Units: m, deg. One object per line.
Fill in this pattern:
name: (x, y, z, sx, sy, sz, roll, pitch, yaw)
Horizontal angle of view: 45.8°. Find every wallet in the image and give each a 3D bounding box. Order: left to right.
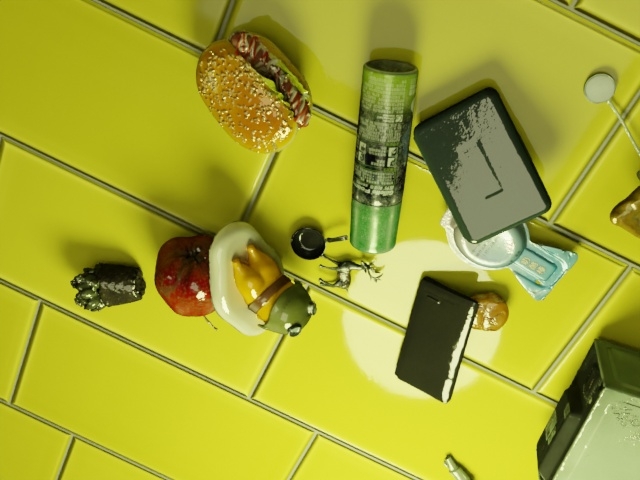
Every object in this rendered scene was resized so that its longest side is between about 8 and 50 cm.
wallet: (0.222, 0.197, 1.466, 0.124, 0.025, 0.244, 25, 121, 25)

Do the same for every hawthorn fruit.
hawthorn fruit: (-0.247, 0.089, 1.479, 0.162, 0.162, 0.203, 17, 137, 3)

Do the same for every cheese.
cheese: (0.329, 0.009, 1.359, 0.244, 0.052, 0.135, 31, 119, -5)

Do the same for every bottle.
bottle: (0.104, -0.138, 1.308, 0.093, 0.093, 0.330, 8, 118, 7)

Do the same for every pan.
pan: (0.000, 0.000, 1.437, 0.115, 0.023, 0.068, -9, 113, 19)

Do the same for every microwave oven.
microwave oven: (0.558, 0.362, 1.417, 0.237, 0.181, 0.295, 18, 118, 4)

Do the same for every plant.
plant: (-0.432, 0.092, 1.539, 0.143, 0.092, 0.094, -8, 122, 6)

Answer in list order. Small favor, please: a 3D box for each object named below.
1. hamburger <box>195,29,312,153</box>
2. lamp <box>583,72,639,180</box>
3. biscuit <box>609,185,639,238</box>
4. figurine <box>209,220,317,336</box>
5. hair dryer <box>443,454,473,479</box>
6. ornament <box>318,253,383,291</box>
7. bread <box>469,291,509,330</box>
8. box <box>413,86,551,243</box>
hamburger: (-0.113, -0.251, 1.284, 0.173, 0.116, 0.210, -34, 105, 27)
lamp: (0.493, -0.183, 1.231, 0.050, 0.056, 0.198, -32, 103, 27)
biscuit: (0.583, -0.058, 1.246, 0.183, 0.039, 0.174, 20, 126, -30)
figurine: (-0.098, 0.090, 1.391, 0.141, 0.166, 0.250, 21, 147, 42)
hair dryer: (0.382, 0.560, 1.628, 0.219, 0.088, 0.225, -5, 100, 7)
ornament: (0.059, 0.066, 1.458, 0.125, 0.028, 0.073, 6, 117, 11)
bread: (0.311, 0.134, 1.429, 0.083, 0.046, 0.081, 29, 116, -2)
box: (0.270, -0.123, 1.275, 0.160, 0.050, 0.230, -26, 93, 21)
